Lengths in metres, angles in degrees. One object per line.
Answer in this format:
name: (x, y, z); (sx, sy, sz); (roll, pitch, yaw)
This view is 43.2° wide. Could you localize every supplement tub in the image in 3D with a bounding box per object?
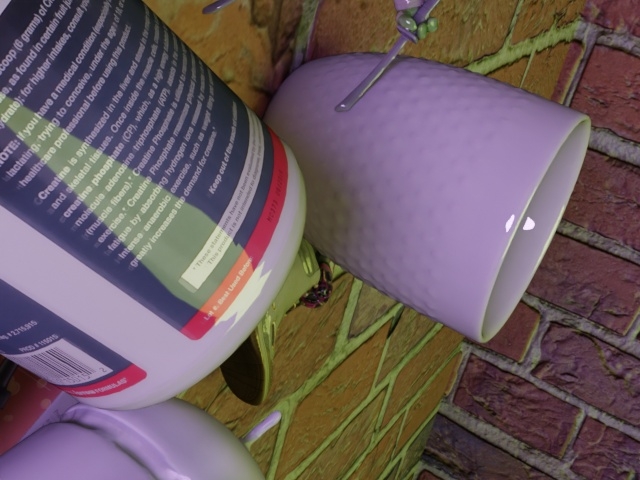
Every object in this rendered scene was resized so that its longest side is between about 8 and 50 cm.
supplement tub: (-0.154, -0.052, 0.407); (0.272, 0.191, 0.191); (43, 71, -35)

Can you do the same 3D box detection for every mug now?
mug: (0.124, -0.083, 0.988); (0.374, 0.328, 0.276); (-17, 130, -61)

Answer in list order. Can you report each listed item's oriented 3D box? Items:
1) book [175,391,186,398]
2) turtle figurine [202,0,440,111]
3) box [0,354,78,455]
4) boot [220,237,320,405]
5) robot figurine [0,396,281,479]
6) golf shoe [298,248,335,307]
book: (-0.183, 0.167, 0.980); (0.144, 0.035, 0.096); (-54, 160, -26)
turtle figurine: (0.086, -0.253, 0.751); (0.198, 0.266, 0.275); (52, 44, -36)
box: (-0.277, 0.162, 0.627); (0.170, 0.130, 0.091); (-53, 154, -26)
boot: (-0.064, 0.098, 1.080); (0.165, 0.077, 0.213); (-39, 133, -50)
robot figurine: (-0.164, 0.230, 0.509); (0.353, 0.200, 0.300); (-35, -177, -41)
golf shoe: (0.000, 0.000, 1.173); (0.086, 0.067, 0.186); (-88, -167, -70)
